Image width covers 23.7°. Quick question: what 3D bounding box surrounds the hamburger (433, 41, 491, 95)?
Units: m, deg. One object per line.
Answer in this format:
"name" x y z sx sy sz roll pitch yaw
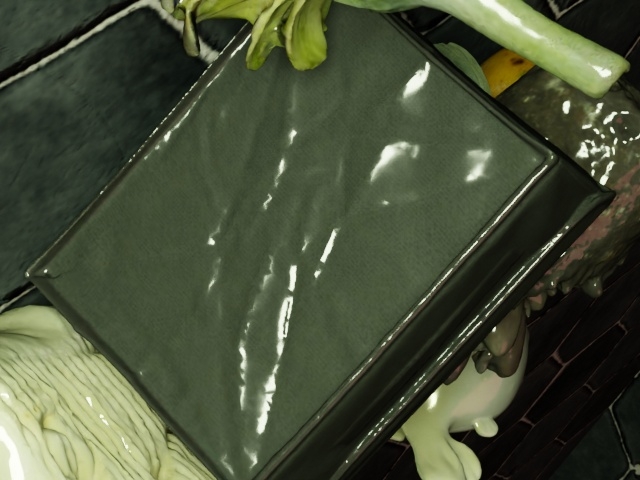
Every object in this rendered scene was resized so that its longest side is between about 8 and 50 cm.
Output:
"hamburger" 0.101 -0.116 1.345 0.121 0.084 0.054 -43 158 -7

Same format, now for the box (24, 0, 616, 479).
"box" 0.000 0.000 1.149 0.345 0.251 0.204 -49 159 8

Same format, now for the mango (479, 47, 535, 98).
"mango" 0.208 -0.099 1.484 0.191 0.160 0.290 -39 155 6

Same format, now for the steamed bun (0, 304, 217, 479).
"steamed bun" -0.191 0.237 1.122 0.237 0.346 0.394 -42 142 9

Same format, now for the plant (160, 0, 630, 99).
"plant" 0.012 -0.179 0.905 0.261 0.297 0.306 -22 178 22

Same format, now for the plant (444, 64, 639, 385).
"plant" 0.156 -0.010 1.292 0.320 0.181 0.194 -48 155 16

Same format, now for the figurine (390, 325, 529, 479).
"figurine" 0.041 0.146 1.535 0.394 0.274 0.226 -10 141 -28
